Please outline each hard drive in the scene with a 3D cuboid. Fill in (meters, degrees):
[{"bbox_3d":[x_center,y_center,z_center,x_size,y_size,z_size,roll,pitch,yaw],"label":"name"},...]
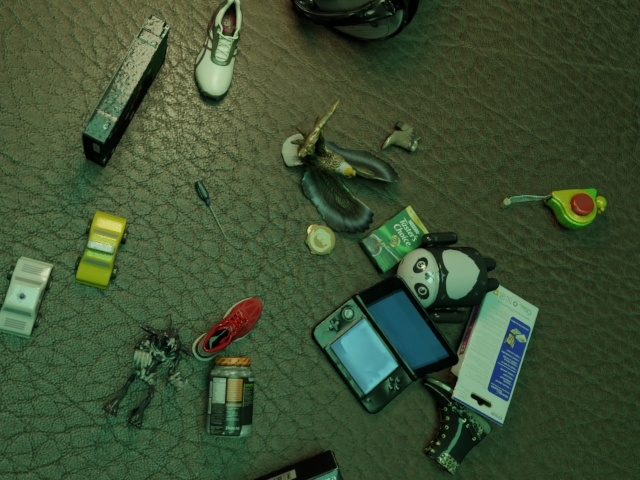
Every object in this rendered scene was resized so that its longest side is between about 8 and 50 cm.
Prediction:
[{"bbox_3d":[-0.473,-0.360,1.687,0.064,0.237,0.339,28,76,-12],"label":"hard drive"}]

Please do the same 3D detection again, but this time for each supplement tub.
[{"bbox_3d":[-0.224,0.387,1.724,0.116,0.117,0.191,5,81,-16],"label":"supplement tub"}]

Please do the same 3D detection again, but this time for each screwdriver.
[{"bbox_3d":[-0.288,-0.079,1.821,0.025,0.024,0.170,-20,96,11],"label":"screwdriver"}]

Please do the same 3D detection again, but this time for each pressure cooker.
[{"bbox_3d":[0.119,-0.745,1.849,0.375,0.370,0.421,28,72,-8],"label":"pressure cooker"}]

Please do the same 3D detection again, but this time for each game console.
[{"bbox_3d":[0.167,0.279,1.827,0.250,0.173,0.293,-37,94,-18],"label":"game console"}]

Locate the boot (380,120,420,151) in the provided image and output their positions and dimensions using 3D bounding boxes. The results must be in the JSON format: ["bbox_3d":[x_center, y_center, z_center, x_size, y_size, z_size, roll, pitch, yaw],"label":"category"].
[{"bbox_3d":[0.236,-0.285,1.993,0.087,0.042,0.118,38,74,-11],"label":"boot"}]

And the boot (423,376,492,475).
[{"bbox_3d":[0.337,0.506,1.895,0.236,0.085,0.179,43,76,-6],"label":"boot"}]

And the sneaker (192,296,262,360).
[{"bbox_3d":[-0.213,0.218,1.734,0.087,0.128,0.221,48,63,-6],"label":"sneaker"}]

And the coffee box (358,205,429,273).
[{"bbox_3d":[0.209,-0.004,1.946,0.184,0.040,0.113,-35,93,-18],"label":"coffee box"}]

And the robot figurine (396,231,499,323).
[{"bbox_3d":[0.348,0.102,1.902,0.278,0.174,0.209,-1,38,-17],"label":"robot figurine"}]

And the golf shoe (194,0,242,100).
[{"bbox_3d":[-0.268,-0.512,1.832,0.105,0.120,0.273,10,81,-17],"label":"golf shoe"}]

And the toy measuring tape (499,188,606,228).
[{"bbox_3d":[0.707,-0.086,2.075,0.330,0.121,0.122,-6,84,-9],"label":"toy measuring tape"}]

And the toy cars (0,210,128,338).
[{"bbox_3d":[-0.618,0.076,1.662,0.393,0.087,0.176,-35,93,-18],"label":"toy cars"}]

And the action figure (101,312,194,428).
[{"bbox_3d":[-0.399,0.312,1.669,0.164,0.141,0.276,35,74,-25],"label":"action figure"}]

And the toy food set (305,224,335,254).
[{"bbox_3d":[0.000,0.000,1.893,0.083,0.020,0.083,12,80,-15],"label":"toy food set"}]

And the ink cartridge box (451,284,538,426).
[{"bbox_3d":[0.482,0.313,1.946,0.175,0.069,0.371,30,64,-12],"label":"ink cartridge box"}]

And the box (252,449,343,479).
[{"bbox_3d":[-0.049,0.715,1.672,0.296,0.183,0.294,-20,90,-6],"label":"box"}]

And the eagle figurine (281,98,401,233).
[{"bbox_3d":[0.051,-0.187,1.873,0.226,0.225,0.298,-30,130,20],"label":"eagle figurine"}]
